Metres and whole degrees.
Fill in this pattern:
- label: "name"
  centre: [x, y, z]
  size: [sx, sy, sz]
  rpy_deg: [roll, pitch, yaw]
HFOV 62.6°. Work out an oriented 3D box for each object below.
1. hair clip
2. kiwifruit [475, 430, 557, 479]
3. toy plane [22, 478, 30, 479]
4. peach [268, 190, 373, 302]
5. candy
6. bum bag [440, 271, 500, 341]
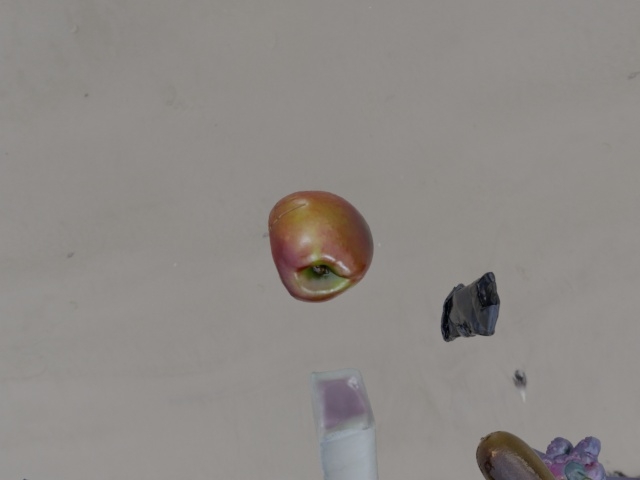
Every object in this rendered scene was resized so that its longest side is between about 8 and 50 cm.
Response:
- label: "hair clip"
  centre: [0.459, 0.395, 0.865]
  size: [0.278, 0.137, 0.090]
  rpy_deg: [9, 143, 38]
- label: "kiwifruit"
  centre: [0.240, 0.288, 0.633]
  size: [0.124, 0.075, 0.075]
  rpy_deg: [49, 117, 31]
- label: "toy plane"
  centre: [-0.359, 0.436, 0.632]
  size: [0.104, 0.271, 0.255]
  rpy_deg: [-4, 104, 14]
- label: "peach"
  centre: [0.000, 0.000, 1.253]
  size: [0.245, 0.275, 0.249]
  rpy_deg: [-6, 132, -8]
- label: "candy"
  centre: [0.062, 0.510, 1.356]
  size: [0.144, 0.208, 0.359]
  rpy_deg: [-9, 127, -4]
- label: "bum bag"
  centre: [0.340, 0.157, 1.199]
  size: [0.074, 0.310, 0.137]
  rpy_deg: [8, 76, -6]
